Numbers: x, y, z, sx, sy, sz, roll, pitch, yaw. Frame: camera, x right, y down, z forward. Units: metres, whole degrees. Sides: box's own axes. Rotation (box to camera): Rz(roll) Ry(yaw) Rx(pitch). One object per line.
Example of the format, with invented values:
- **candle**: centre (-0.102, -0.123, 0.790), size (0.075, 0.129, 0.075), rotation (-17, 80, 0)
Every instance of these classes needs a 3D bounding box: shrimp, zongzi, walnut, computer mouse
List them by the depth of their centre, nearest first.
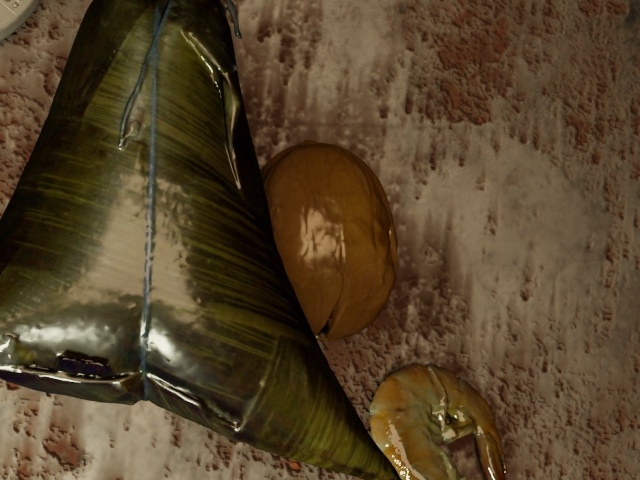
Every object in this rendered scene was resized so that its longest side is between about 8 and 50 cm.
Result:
- **zongzi**: centre (-0.069, -0.011, 1.047), size (0.432, 0.208, 0.403), rotation (20, 82, -2)
- **computer mouse**: centre (-0.319, -0.235, 1.110), size (0.066, 0.039, 0.096), rotation (42, 73, -6)
- **walnut**: centre (0.000, -0.002, 1.131), size (0.167, 0.087, 0.211), rotation (-6, 88, -7)
- **shrimp**: centre (0.140, 0.235, 1.171), size (0.133, 0.053, 0.236), rotation (-30, 89, -31)
